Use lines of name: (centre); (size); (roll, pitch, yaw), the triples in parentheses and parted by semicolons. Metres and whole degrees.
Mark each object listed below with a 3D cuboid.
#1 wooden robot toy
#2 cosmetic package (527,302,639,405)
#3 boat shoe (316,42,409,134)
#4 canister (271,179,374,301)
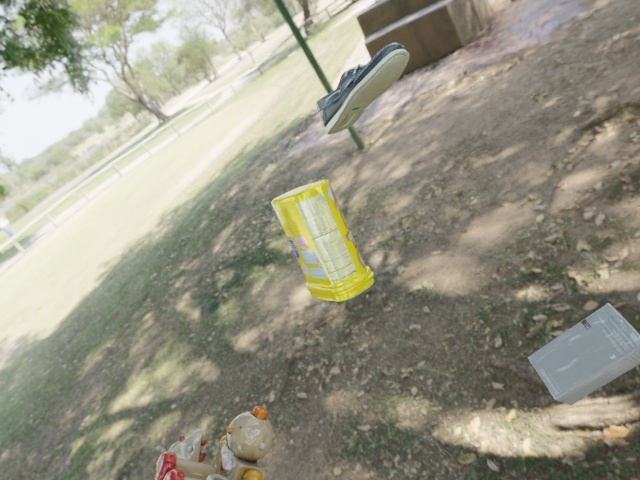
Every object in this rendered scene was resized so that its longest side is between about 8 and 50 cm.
wooden robot toy: (-0.064, 0.158, 0.337); (0.173, 0.076, 0.079); (8, 67, 60)
cosmetic package: (0.644, 0.277, 1.118); (0.238, 0.107, 0.127); (-44, 40, 20)
boat shoe: (0.065, -0.281, 0.840); (0.084, 0.079, 0.233); (-17, -10, -35)
canister: (0.000, 0.000, 0.713); (0.073, 0.170, 0.126); (-30, 12, -26)
